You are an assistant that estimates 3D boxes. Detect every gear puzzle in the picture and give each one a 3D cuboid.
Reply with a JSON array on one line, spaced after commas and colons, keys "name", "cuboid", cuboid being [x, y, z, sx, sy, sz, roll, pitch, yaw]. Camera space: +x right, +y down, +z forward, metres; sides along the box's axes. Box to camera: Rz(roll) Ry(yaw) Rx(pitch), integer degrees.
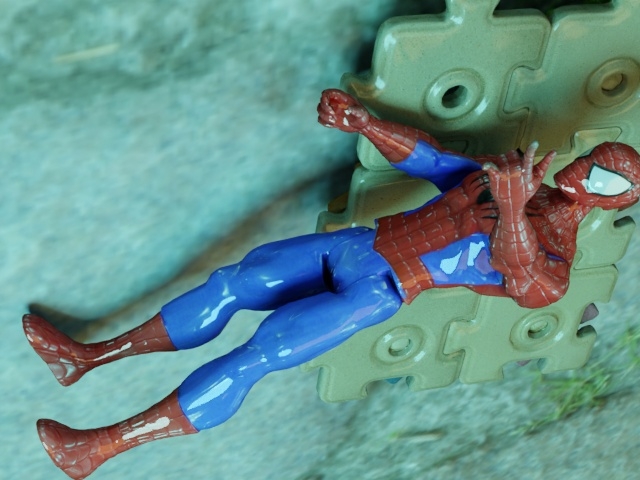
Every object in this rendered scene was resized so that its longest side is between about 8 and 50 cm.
[{"name": "gear puzzle", "cuboid": [0.083, -0.057, 0.663, 0.175, 0.044, 0.339, -6, 133, -17]}]

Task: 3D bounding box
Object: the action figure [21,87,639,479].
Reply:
[{"name": "action figure", "cuboid": [0.000, 0.000, 0.585, 0.280, 0.091, 0.139, -20, 143, 3]}]
